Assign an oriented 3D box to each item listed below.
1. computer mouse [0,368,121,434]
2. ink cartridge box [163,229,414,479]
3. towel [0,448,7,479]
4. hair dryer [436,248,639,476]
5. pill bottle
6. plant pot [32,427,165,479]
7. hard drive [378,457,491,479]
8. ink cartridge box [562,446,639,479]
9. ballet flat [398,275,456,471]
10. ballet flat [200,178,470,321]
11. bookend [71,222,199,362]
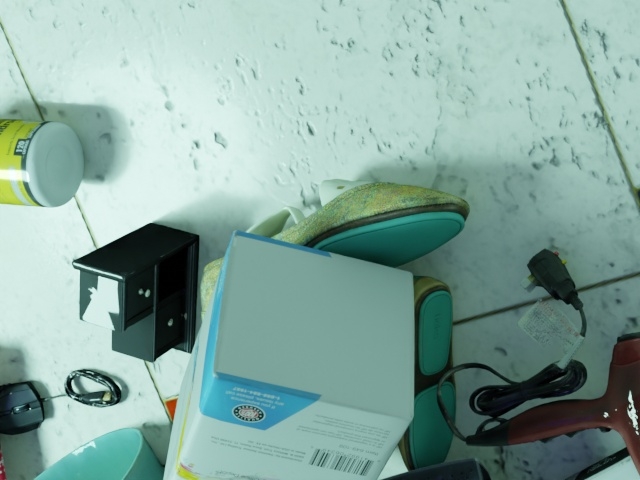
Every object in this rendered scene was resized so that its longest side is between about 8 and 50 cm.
[{"bbox_3d":[-0.362,0.214,1.705,0.242,0.041,0.071,-15,99,30],"label":"computer mouse"},{"bbox_3d":[-0.038,0.166,1.354,0.198,0.197,0.270,14,134,-10],"label":"ink cartridge box"},{"bbox_3d":[-0.497,0.275,1.774,0.198,0.031,0.275,7,111,41],"label":"towel"},{"bbox_3d":[0.276,0.171,1.316,0.293,0.080,0.224,43,115,29],"label":"hair dryer"},{"bbox_3d":[-0.386,-0.096,1.575,0.184,0.103,0.103,5,109,26],"label":"pill bottle"},{"bbox_3d":[-0.264,0.413,1.589,0.293,0.293,0.235,-28,106,32],"label":"plant pot"},{"bbox_3d":[0.088,0.345,1.410,0.254,0.054,0.172,-25,64,31],"label":"hard drive"},{"bbox_3d":[0.370,0.404,1.371,0.175,0.069,0.371,-36,86,31],"label":"ink cartridge box"},{"bbox_3d":[0.108,0.145,1.429,0.073,0.080,0.232,24,117,50],"label":"ballet flat"},{"bbox_3d":[0.000,0.000,1.410,0.348,0.123,0.123,-30,92,30],"label":"ballet flat"},{"bbox_3d":[-0.214,0.079,1.513,0.072,0.157,0.156,14,112,23],"label":"bookend"}]
